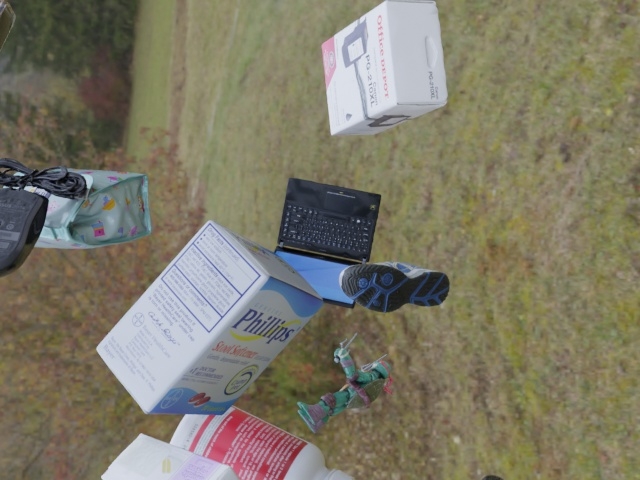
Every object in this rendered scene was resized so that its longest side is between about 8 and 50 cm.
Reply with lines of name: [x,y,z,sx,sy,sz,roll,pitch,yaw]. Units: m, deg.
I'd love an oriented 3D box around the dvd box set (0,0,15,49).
dvd box set: [-0.559,-0.184,0.761,0.308,0.420,0.062,-67,10,-10]

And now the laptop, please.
laptop: [0.000,0.000,1.877,0.136,0.234,0.264,-17,-62,-79]

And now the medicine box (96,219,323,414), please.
medicine box: [-0.175,0.141,1.348,0.289,0.263,0.149,-47,67,4]

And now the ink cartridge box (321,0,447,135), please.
ink cartridge box: [0.102,-0.285,1.352,0.237,0.100,0.172,-11,85,64]

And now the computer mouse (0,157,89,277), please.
computer mouse: [-0.536,-0.024,1.392,0.072,0.188,0.272,97,-173,-47]

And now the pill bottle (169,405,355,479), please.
pill bottle: [-0.138,0.543,1.856,0.229,0.407,0.229,-57,-20,-34]

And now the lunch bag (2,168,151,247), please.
lunch bag: [-0.498,-0.058,1.579,0.223,0.262,0.160,5,105,23]

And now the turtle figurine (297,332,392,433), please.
turtle figurine: [0.062,0.293,1.632,0.118,0.234,0.175,40,158,37]

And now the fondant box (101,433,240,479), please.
fondant box: [-0.154,0.457,1.208,0.238,0.096,0.330,1,130,47]

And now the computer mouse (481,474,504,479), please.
computer mouse: [0.263,0.447,1.329,0.041,0.242,0.071,19,99,22]

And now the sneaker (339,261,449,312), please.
sneaker: [0.114,0.075,1.342,0.081,0.211,0.080,21,100,56]
